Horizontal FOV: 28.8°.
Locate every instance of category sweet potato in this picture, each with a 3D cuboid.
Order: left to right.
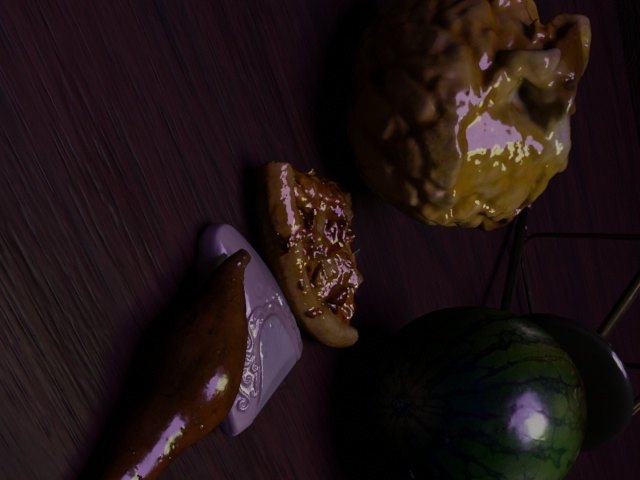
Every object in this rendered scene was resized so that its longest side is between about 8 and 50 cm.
[{"bbox_3d":[-0.144,0.156,1.394,0.112,0.112,0.359,60,42,-44],"label":"sweet potato"}]

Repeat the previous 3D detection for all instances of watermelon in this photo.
[{"bbox_3d":[0.225,0.262,1.877,0.363,0.363,0.363,0,90,-63],"label":"watermelon"}]

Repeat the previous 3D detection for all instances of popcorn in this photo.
[{"bbox_3d":[0.205,-0.208,1.865,0.390,0.354,0.344,-28,150,-15],"label":"popcorn"}]

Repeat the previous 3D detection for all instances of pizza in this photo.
[{"bbox_3d":[0.000,0.000,1.707,0.226,0.086,0.335,-61,140,-42],"label":"pizza"}]

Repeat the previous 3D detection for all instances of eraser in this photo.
[{"bbox_3d":[-0.092,0.090,1.549,0.204,0.059,0.243,-51,133,-51],"label":"eraser"}]

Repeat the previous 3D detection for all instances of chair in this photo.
[{"bbox_3d":[0.515,0.175,2.450,0.410,0.364,0.362,-46,130,-48],"label":"chair"}]

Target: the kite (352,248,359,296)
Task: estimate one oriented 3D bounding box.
[{"bbox_3d":[0.042,0.060,1.872,0.090,0.004,0.122,50,47,-51],"label":"kite"}]
